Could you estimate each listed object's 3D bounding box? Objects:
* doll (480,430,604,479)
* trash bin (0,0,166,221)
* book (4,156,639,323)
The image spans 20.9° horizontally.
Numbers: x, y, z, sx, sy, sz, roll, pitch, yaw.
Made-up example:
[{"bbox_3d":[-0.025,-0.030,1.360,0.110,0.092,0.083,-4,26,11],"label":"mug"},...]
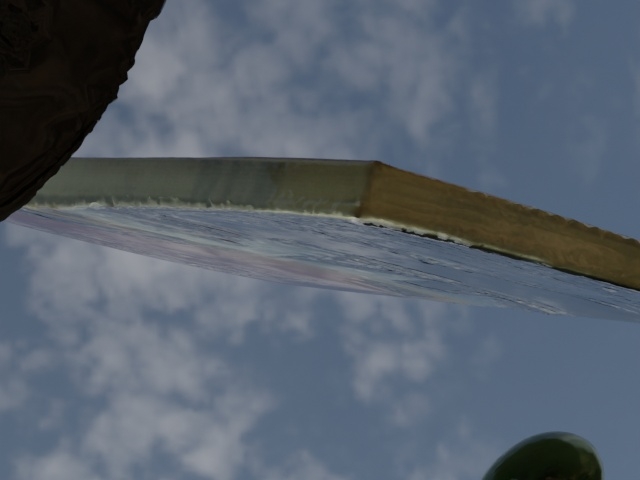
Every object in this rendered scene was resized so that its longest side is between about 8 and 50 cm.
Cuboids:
[{"bbox_3d":[0.204,0.140,0.718,0.186,0.322,0.198,48,-130,-15],"label":"doll"},{"bbox_3d":[-0.188,-0.122,0.512,0.252,0.301,0.203,7,-77,-35],"label":"trash bin"},{"bbox_3d":[0.000,0.000,0.800,0.262,0.374,0.028,14,-96,-38],"label":"book"}]
